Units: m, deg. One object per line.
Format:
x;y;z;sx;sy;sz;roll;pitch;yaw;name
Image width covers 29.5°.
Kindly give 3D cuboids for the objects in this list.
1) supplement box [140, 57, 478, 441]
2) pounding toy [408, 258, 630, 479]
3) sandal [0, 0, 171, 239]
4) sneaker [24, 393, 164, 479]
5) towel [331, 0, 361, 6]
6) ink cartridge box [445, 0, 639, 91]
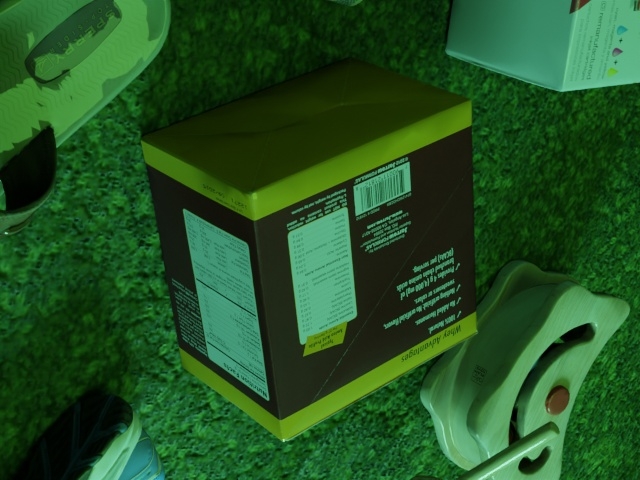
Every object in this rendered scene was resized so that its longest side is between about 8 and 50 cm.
0.000;0.000;0.867;0.191;0.129;0.194;-25;125;-31;supplement box
0.197;0.158;1.097;0.269;0.155;0.154;-54;130;-8;pounding toy
-0.195;-0.059;0.698;0.302;0.086;0.120;-49;134;-12;sandal
-0.188;0.208;0.836;0.211;0.080;0.081;-46;131;-14;sneaker
-0.024;-0.249;0.740;0.285;0.034;0.209;7;137;-42;towel
0.211;-0.198;0.959;0.176;0.127;0.128;-12;117;-38;ink cartridge box
